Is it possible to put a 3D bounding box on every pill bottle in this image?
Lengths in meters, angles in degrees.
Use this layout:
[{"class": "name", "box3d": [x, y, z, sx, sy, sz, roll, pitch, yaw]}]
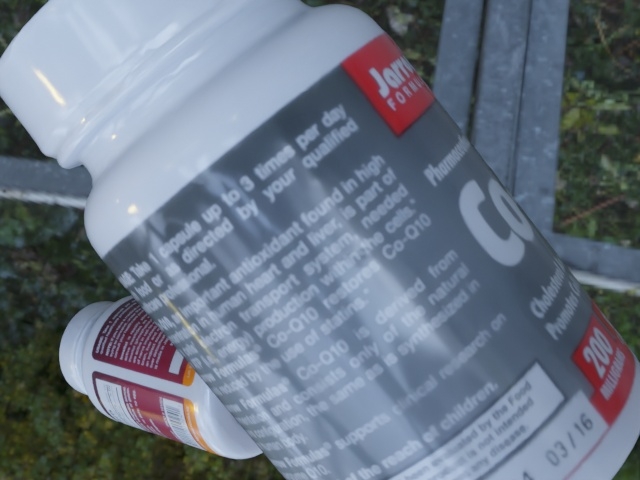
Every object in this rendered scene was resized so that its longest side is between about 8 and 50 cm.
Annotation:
[{"class": "pill bottle", "box3d": [-0.092, 0.079, 0.588, 0.152, 0.086, 0.086, 7, 155, 39]}, {"class": "pill bottle", "box3d": [0.000, 0.000, 0.424, 0.283, 0.161, 0.161, 51, 143, -6]}]
